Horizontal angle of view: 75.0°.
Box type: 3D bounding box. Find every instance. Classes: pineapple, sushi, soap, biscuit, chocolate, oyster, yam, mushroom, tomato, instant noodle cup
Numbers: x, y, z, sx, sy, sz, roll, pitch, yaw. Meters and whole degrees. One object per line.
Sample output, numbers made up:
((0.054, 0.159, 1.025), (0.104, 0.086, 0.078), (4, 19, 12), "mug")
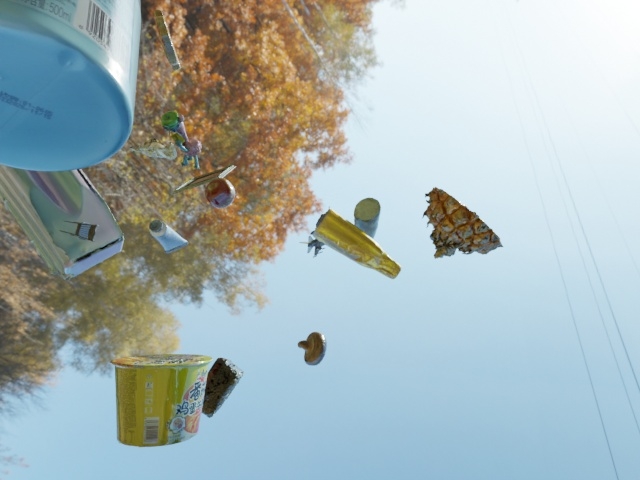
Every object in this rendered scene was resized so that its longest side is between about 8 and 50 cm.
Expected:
((0.351, -0.031, 1.128), (0.164, 0.140, 0.250), (-40, -104, 8), "pineapple")
((-0.419, 0.602, 1.710), (0.225, 0.126, 0.136), (-60, 176, -13), "sushi")
((-0.710, -0.109, 1.091), (0.156, 0.446, 0.261), (-32, 171, -42), "soap")
((-0.449, -0.578, 1.213), (0.036, 0.166, 0.225), (-17, -148, -11), "biscuit")
((0.170, 0.032, 1.908), (0.162, 0.445, 0.162), (-55, 180, 0), "chocolate")
((-0.565, -0.301, 1.396), (0.106, 0.061, 0.200), (-33, -141, -24), "oyster")
((0.227, -0.082, 2.100), (0.133, 0.330, 0.133), (-1, -118, 1), "yam")
((-0.022, 0.387, 1.494), (0.109, 0.085, 0.126), (-15, -133, 26), "mushroom")
((-0.288, -0.137, 1.190), (0.087, 0.075, 0.087), (-3, -101, 14), "tomato")
((-0.423, 0.417, 1.117), (0.264, 0.264, 0.200), (-8, -102, 37), "instant noodle cup")

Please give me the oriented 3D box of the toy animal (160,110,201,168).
((-0.459, -0.325, 1.395), (0.100, 0.208, 0.103), (-6, -128, 0), "toy animal")

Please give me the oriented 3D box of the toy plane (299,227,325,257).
((0.006, 0.005, 2.114), (0.234, 0.160, 0.082), (-10, -158, -37), "toy plane")

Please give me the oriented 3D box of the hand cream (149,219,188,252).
((-0.517, -0.007, 1.405), (0.088, 0.256, 0.055), (-27, -104, -11), "hand cream")

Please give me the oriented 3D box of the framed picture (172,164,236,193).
((-0.449, -0.244, 1.634), (0.197, 0.014, 0.252), (-16, -161, 8), "framed picture")

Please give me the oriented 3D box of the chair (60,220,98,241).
((-0.498, -0.020, 0.880), (0.086, 0.042, 0.037), (12, -96, 12), "chair")

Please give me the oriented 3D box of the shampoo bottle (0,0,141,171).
((-0.488, -0.345, 0.713), (0.331, 0.331, 0.343), (-23, -119, 21), "shampoo bottle")
